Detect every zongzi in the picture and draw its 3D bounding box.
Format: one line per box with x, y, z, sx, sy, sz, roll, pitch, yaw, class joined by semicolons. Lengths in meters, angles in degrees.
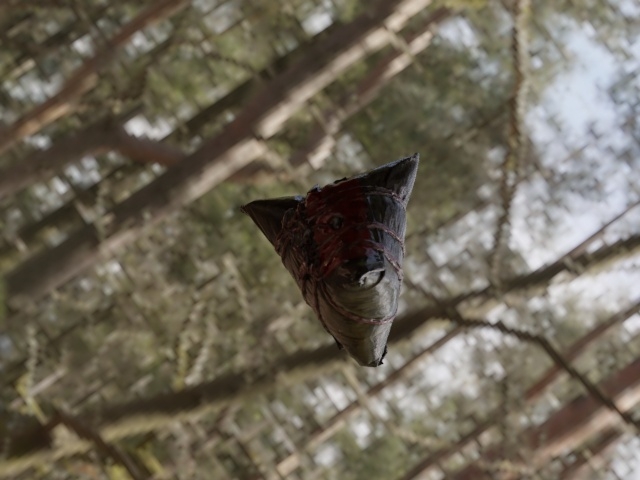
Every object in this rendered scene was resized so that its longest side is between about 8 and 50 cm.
0.000;0.000;0.652;0.067;0.073;0.083;70;25;-55;zongzi
